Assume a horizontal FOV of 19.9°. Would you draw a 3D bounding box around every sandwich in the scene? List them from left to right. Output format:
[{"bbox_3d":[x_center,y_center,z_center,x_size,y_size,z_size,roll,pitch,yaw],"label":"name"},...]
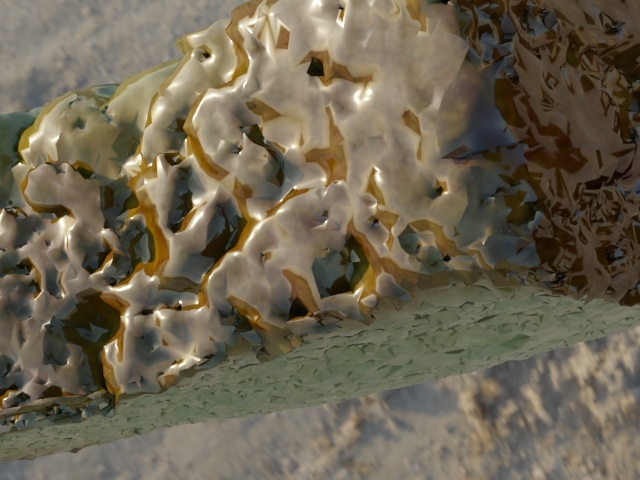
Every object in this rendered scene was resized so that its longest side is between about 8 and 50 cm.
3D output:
[{"bbox_3d":[0.000,0.000,0.542,0.301,0.271,0.099,-16,84,34],"label":"sandwich"}]
